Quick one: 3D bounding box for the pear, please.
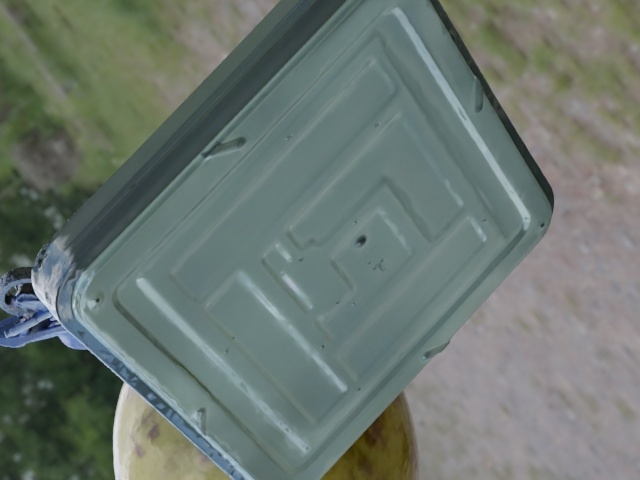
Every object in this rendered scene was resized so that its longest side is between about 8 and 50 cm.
[{"bbox_3d":[-0.045,0.174,1.439,0.280,0.281,0.281,51,174,7],"label":"pear"}]

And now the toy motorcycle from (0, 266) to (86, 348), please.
[{"bbox_3d":[-0.248,0.075,1.796,0.076,0.205,0.114,-107,29,-44],"label":"toy motorcycle"}]

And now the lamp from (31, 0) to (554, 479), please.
[{"bbox_3d":[0.000,0.000,0.971,0.047,0.269,0.266,37,170,43],"label":"lamp"}]
